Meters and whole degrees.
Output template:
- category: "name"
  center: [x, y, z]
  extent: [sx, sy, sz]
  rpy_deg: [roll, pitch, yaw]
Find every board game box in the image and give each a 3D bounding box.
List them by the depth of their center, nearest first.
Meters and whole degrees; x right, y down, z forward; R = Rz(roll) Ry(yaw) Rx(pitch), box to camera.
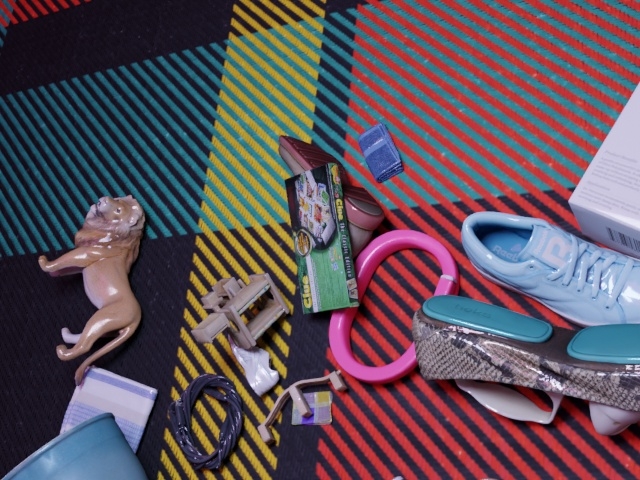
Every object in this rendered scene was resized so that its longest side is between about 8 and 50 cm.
- category: "board game box"
  center: [0.000, 0.000, 1.434]
  extent: [0.136, 0.030, 0.260]
  rpy_deg: [-13, 83, 47]

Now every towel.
- category: "towel"
  center: [-0.015, 0.305, 1.424]
  extent: [0.083, 0.009, 0.060]
  rpy_deg: [-8, 65, 26]
- category: "towel"
  center: [0.118, -0.176, 1.559]
  extent: [0.067, 0.029, 0.120]
  rpy_deg: [-30, 57, 15]
- category: "towel"
  center: [-0.455, 0.413, 1.605]
  extent: [0.209, 0.034, 0.285]
  rpy_deg: [10, 75, 30]

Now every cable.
- category: "cable"
  center: [-0.211, 0.349, 1.497]
  extent: [0.150, 0.047, 0.185]
  rpy_deg: [-33, 53, 6]

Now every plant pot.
- category: "plant pot"
  center: [-0.415, 0.495, 1.405]
  extent: [0.271, 0.271, 0.255]
  rpy_deg: [-41, 79, 6]

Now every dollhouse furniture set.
- category: "dollhouse furniture set"
  center: [-0.182, 0.160, 1.499]
  extent: [0.160, 0.101, 0.182]
  rpy_deg: [-9, 26, 48]

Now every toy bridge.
- category: "toy bridge"
  center: [-0.037, 0.291, 1.420]
  extent: [0.188, 0.026, 0.063]
  rpy_deg: [-38, 54, 9]

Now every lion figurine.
- category: "lion figurine"
  center: [-0.467, 0.098, 1.704]
  extent: [0.240, 0.142, 0.393]
  rpy_deg: [-16, 73, -8]

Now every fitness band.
- category: "fitness band"
  center: [0.129, 0.117, 1.404]
  extent: [0.208, 0.054, 0.291]
  rpy_deg: [17, 76, 34]

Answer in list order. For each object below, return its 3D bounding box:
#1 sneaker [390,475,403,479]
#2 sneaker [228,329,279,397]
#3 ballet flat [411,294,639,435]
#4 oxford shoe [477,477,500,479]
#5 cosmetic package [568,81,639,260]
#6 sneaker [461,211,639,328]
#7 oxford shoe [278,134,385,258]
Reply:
- category: "sneaker"
  center: [0.113, 0.446, 1.268]
  extent: [0.067, 0.042, 0.118]
  rpy_deg: [38, 97, 40]
- category: "sneaker"
  center: [-0.129, 0.228, 1.503]
  extent: [0.061, 0.054, 0.152]
  rpy_deg: [-32, 57, -6]
- category: "ballet flat"
  center: [0.364, 0.197, 1.181]
  extent: [0.482, 0.164, 0.182]
  rpy_deg: [5, 108, 33]
- category: "oxford shoe"
  center: [0.315, 0.494, 1.070]
  extent: [0.140, 0.146, 0.397]
  rpy_deg: [-42, 55, 7]
- category: "cosmetic package"
  center: [0.572, -0.149, 1.218]
  extent: [0.197, 0.155, 0.366]
  rpy_deg: [31, 84, 35]
- category: "sneaker"
  center: [0.381, 0.045, 1.238]
  extent: [0.365, 0.150, 0.135]
  rpy_deg: [16, 77, 33]
- category: "oxford shoe"
  center: [-0.011, -0.093, 1.541]
  extent: [0.130, 0.122, 0.348]
  rpy_deg: [-62, 38, 23]
